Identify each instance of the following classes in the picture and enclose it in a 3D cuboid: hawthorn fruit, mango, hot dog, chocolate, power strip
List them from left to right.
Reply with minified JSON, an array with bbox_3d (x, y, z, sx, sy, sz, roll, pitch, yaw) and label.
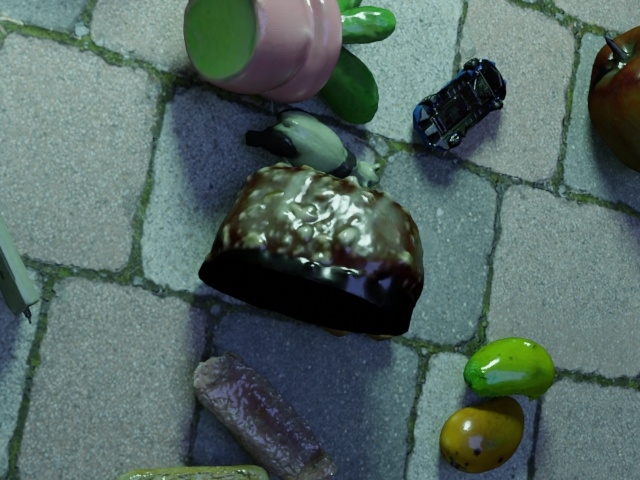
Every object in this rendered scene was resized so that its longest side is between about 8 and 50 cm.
[{"bbox_3d":[-0.449,0.013,1.579,0.029,0.080,0.227,-28,100,-32],"label":"power strip"},{"bbox_3d":[-0.195,0.381,1.692,0.243,0.073,0.084,1,86,-21],"label":"hot dog"},{"bbox_3d":[0.000,0.000,1.714,0.340,0.225,0.210,13,67,14],"label":"chocolate"},{"bbox_3d":[0.284,0.338,1.947,0.178,0.090,0.115,-13,85,-36],"label":"mango"},{"bbox_3d":[0.326,0.222,1.955,0.178,0.119,0.100,-7,109,-30],"label":"mango"},{"bbox_3d":[0.621,-0.278,2.076,0.301,0.268,0.268,46,68,-14],"label":"hawthorn fruit"}]

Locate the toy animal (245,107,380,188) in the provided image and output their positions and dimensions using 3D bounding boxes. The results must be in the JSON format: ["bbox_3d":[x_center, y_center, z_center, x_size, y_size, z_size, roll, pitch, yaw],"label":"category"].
[{"bbox_3d":[0.000,-0.137,1.798,0.225,0.121,0.094,37,72,-30],"label":"toy animal"}]

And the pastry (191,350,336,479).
[{"bbox_3d":[-0.093,0.278,1.740,0.103,0.112,0.265,-42,94,-13],"label":"pastry"}]

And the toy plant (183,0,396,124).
[{"bbox_3d":[-0.034,-0.344,1.758,0.356,0.211,0.317,-5,87,-41],"label":"toy plant"}]

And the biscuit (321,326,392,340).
[{"bbox_3d":[0.070,0.050,1.876,0.212,0.041,0.238,34,72,-16],"label":"biscuit"}]

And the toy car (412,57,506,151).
[{"bbox_3d":[0.243,-0.240,1.974,0.216,0.063,0.103,-41,106,-30],"label":"toy car"}]
